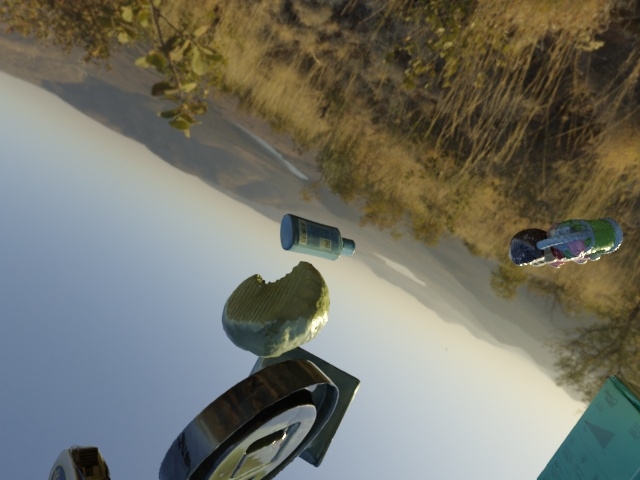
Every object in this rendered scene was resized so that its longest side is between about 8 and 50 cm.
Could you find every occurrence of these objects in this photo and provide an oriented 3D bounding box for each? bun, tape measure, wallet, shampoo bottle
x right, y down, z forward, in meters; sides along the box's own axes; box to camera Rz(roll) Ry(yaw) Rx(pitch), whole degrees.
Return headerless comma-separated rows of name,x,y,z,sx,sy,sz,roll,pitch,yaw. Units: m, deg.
bun,-0.074,0.134,0.840,0.212,0.204,0.127,7,133,48
tape measure,-0.747,0.746,1.404,0.132,0.271,0.231,14,-150,-43
wallet,-0.071,0.423,1.215,0.290,0.251,0.054,27,170,13
shampoo bottle,0.000,0.000,1.277,0.258,0.104,0.061,15,156,-42

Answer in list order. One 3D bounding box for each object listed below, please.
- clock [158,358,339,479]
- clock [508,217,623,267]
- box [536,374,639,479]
clock,-0.074,0.223,0.504,0.042,0.215,0.215,43,-174,32
clock,0.572,0.007,1.072,0.195,0.100,0.194,-7,166,-8
box,0.584,0.458,0.884,0.118,0.312,0.205,24,-165,0
